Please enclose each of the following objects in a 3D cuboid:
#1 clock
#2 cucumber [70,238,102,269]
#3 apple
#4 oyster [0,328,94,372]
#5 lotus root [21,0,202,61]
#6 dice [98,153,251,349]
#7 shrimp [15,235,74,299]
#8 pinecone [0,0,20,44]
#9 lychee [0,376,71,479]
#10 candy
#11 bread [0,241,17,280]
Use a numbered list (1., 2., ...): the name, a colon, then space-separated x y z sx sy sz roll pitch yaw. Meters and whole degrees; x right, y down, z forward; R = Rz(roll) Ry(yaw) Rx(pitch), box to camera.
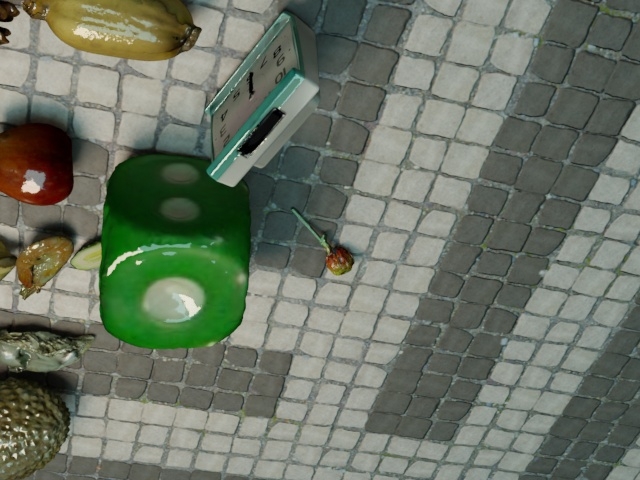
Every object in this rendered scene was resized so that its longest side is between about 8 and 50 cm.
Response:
1. clock: -0.093 -0.246 1.599 0.116 0.231 0.262 27 122 -28
2. cucumber: -0.493 0.028 1.917 0.107 0.035 0.067 -21 138 20
3. apple: -0.554 -0.145 1.695 0.158 0.147 0.156 1 103 -19
4. oyster: -0.683 0.250 2.049 0.252 0.087 0.199 -22 137 23
5. lotus root: -0.357 -0.390 1.529 0.303 0.131 0.146 10 104 -15
6. dice: -0.290 0.020 1.758 0.286 0.300 0.297 2 127 -9
7. shrimp: -0.608 0.054 1.905 0.115 0.051 0.217 7 140 -40
8. pinecone: -0.606 -0.396 1.441 0.264 0.264 0.264 -2 129 -2
9. lychee: -0.724 0.452 2.104 0.274 0.255 0.255 -7 131 22
10. candy: 0.000 0.000 1.924 0.060 0.060 0.201 -32 116 20
11. bread: -0.798 0.053 1.838 0.204 0.163 0.262 -45 152 24
